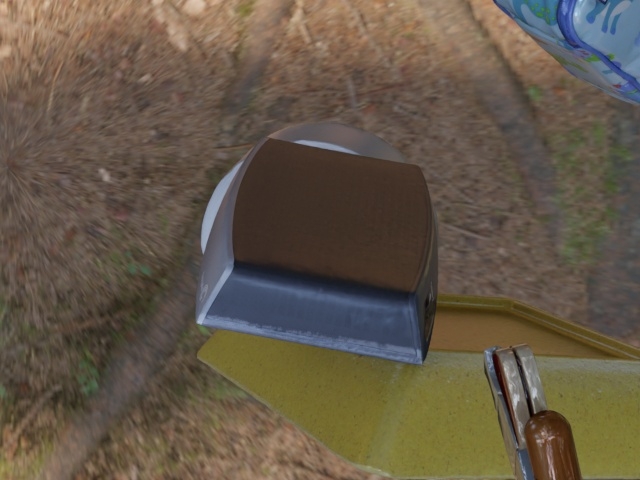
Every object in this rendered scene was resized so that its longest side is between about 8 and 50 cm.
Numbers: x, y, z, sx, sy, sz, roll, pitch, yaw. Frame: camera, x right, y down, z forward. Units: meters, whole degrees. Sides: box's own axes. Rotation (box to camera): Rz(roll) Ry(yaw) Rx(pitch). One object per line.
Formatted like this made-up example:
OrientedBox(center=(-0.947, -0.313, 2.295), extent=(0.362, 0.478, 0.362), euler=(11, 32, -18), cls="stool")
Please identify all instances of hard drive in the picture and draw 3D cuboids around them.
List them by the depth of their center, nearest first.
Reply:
OrientedBox(center=(0.005, -0.003, 1.066), extent=(0.172, 0.255, 0.054), euler=(11, 116, 0), cls="hard drive")

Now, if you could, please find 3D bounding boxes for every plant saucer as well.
OrientedBox(center=(0.113, 0.101, 1.162), extent=(0.333, 0.332, 0.081), euler=(5, 99, -27), cls="plant saucer")

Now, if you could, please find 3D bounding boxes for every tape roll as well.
OrientedBox(center=(0.000, 0.000, 1.400), extent=(0.219, 0.072, 0.219), euler=(4, 110, 12), cls="tape roll")

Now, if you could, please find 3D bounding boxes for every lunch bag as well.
OrientedBox(center=(0.214, -0.193, 0.974), extent=(0.219, 0.090, 0.176), euler=(26, 94, -56), cls="lunch bag")

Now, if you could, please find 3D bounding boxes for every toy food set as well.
OrientedBox(center=(0.077, 0.082, 0.453), extent=(0.019, 0.078, 0.122), euler=(-14, 68, -1), cls="toy food set")
